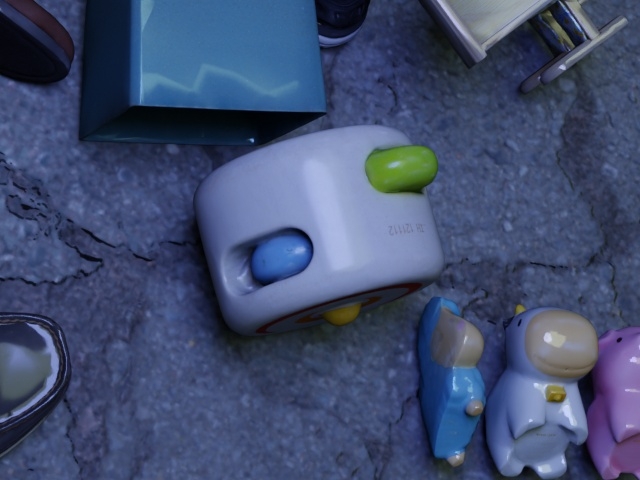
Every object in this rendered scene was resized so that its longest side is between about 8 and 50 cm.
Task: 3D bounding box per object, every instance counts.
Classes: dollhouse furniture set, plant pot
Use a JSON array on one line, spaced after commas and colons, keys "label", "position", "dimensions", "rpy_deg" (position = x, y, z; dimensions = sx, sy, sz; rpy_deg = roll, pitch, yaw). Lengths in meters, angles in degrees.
[{"label": "dollhouse furniture set", "position": [0.147, -0.230, 1.593], "dimensions": [0.161, 0.242, 0.212], "rpy_deg": [-37, 92, -7]}, {"label": "plant pot", "position": [-0.103, -0.208, 1.498], "dimensions": [0.165, 0.165, 0.234], "rpy_deg": [1, 82, -22]}]

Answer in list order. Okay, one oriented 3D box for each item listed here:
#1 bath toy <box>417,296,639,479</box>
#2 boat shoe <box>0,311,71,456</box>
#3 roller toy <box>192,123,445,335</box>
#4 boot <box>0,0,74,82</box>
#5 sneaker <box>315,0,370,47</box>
[{"label": "bath toy", "position": [0.257, 0.131, 1.595], "dimensions": [0.348, 0.151, 0.129], "rpy_deg": [10, 37, -20]}, {"label": "boat shoe", "position": [-0.344, 0.133, 1.339], "dimensions": [0.355, 0.130, 0.132], "rpy_deg": [-18, 83, -25]}, {"label": "roller toy", "position": [0.000, 0.000, 1.486], "dimensions": [0.191, 0.209, 0.146], "rpy_deg": [-14, 82, -12]}, {"label": "boot", "position": [-0.261, -0.299, 1.538], "dimensions": [0.264, 0.096, 0.280], "rpy_deg": [35, 58, -2]}, {"label": "sneaker", "position": [-0.019, -0.311, 1.583], "dimensions": [0.101, 0.153, 0.269], "rpy_deg": [-28, 87, -26]}]
